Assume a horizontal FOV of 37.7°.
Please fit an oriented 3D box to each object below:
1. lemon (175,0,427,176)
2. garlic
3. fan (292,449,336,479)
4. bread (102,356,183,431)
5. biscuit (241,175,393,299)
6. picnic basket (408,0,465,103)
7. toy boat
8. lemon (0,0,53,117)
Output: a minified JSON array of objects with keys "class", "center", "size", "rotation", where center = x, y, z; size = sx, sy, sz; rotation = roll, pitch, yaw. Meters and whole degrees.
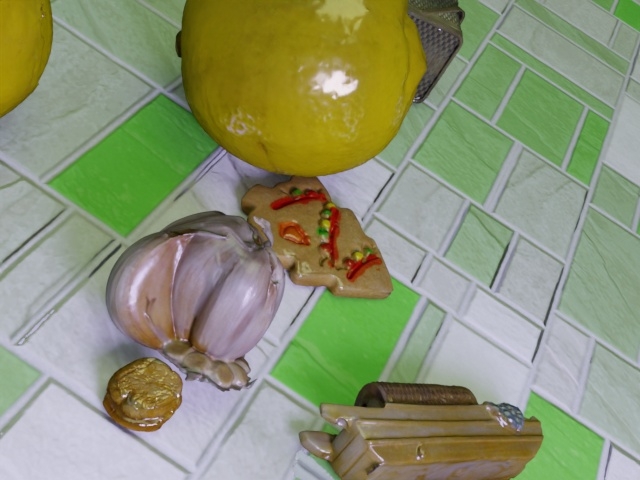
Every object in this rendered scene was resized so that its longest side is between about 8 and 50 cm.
[{"class":"lemon","center":[-0.029,-0.249,1.283],"size":[0.348,0.348,0.348],"rotation":[18,42,-17]},{"class":"garlic","center":[-0.105,0.067,1.001],"size":[0.207,0.257,0.207],"rotation":[5,80,-31]},{"class":"fan","center":[0.135,0.334,0.965],"size":[0.415,0.012,0.233],"rotation":[36,34,-18]},{"class":"bread","center":[-0.184,0.160,0.986],"size":[0.081,0.046,0.083],"rotation":[16,44,-11]},{"class":"biscuit","center":[0.000,0.000,1.270],"size":[0.239,0.041,0.212],"rotation":[34,38,3]},{"class":"picnic basket","center":[0.107,-0.368,1.610],"size":[0.267,0.165,0.139],"rotation":[20,41,-16]},{"class":"toy boat","center":[0.124,0.220,1.089],"size":[0.310,0.089,0.115],"rotation":[4,45,-29]},{"class":"lemon","center":[-0.448,-0.266,1.067],"size":[0.297,0.297,0.297],"rotation":[18,42,-17]}]
